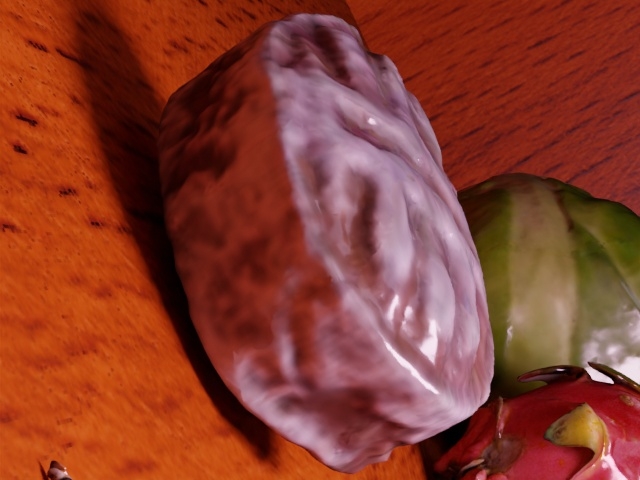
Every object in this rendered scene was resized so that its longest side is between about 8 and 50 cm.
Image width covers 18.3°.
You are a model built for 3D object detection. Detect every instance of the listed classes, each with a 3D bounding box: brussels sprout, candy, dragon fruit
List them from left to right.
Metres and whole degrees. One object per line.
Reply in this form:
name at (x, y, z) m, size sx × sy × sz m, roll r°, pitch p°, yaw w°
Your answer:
candy at (0.000, 0.000, 1.151) m, size 0.214 × 0.157 × 0.289 m, roll 40°, pitch 27°, yaw -36°
brussels sprout at (0.230, 0.091, 1.976) m, size 0.315 × 0.276 × 0.371 m, roll 58°, pitch 8°, yaw -60°
dragon fruit at (0.219, 0.214, 1.713) m, size 0.227 × 0.224 × 0.224 m, roll 32°, pitch 18°, yaw -17°

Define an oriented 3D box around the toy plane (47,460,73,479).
toy plane at (-0.038, 0.154, 0.720) m, size 0.135 × 0.062 × 0.188 m, roll -23°, pitch 84°, yaw -57°
